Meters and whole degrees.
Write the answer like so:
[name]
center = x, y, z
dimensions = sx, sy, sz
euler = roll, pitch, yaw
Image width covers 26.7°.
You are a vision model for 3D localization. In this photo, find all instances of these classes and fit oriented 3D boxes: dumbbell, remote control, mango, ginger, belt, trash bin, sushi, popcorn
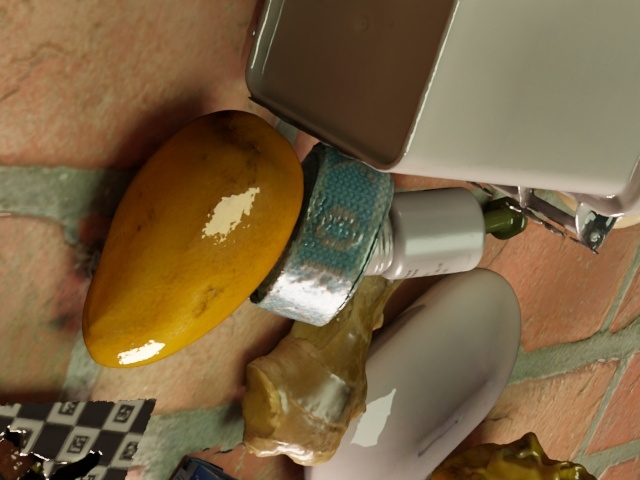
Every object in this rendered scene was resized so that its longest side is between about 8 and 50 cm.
[dumbbell]
center = 0.174, -0.018, 1.441
dimensions = 0.118, 0.052, 0.046
euler = -13, 82, -52
[remote control]
center = 0.103, 0.163, 1.439
dimensions = 0.332, 0.103, 0.221
euler = -40, 139, -31
[mango]
center = -0.100, 0.004, 1.000
dimensions = 0.219, 0.112, 0.145
euler = -52, 155, 7
[ginger]
center = 0.028, 0.089, 1.286
dimensions = 0.131, 0.086, 0.294
euler = 49, 64, -25
[belt]
center = 0.003, -0.002, 1.098
dimensions = 0.163, 0.082, 0.147
euler = -151, -97, -79
[trash bin]
center = 0.132, -0.145, 1.096
dimensions = 0.368, 0.256, 0.296
euler = -6, 122, -48
[sushi]
center = -0.221, 0.175, 1.036
dimensions = 0.201, 0.031, 0.139
euler = 8, 109, -55
[popcorn]
center = 0.241, 0.352, 1.695
dimensions = 0.250, 0.250, 0.190
euler = -25, 152, -45

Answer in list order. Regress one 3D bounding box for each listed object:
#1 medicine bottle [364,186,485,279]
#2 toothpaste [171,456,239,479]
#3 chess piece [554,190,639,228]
[medicine bottle]
center = 0.078, -0.005, 1.242
dimensions = 0.130, 0.080, 0.080
euler = -5, 125, -20
[toothpaste]
center = -0.070, 0.278, 1.329
dimensions = 0.066, 0.053, 0.272
euler = -56, 150, -7
[chess piece]
center = 0.273, -0.110, 1.455
dimensions = 0.261, 0.143, 0.142
euler = 21, 97, -52
